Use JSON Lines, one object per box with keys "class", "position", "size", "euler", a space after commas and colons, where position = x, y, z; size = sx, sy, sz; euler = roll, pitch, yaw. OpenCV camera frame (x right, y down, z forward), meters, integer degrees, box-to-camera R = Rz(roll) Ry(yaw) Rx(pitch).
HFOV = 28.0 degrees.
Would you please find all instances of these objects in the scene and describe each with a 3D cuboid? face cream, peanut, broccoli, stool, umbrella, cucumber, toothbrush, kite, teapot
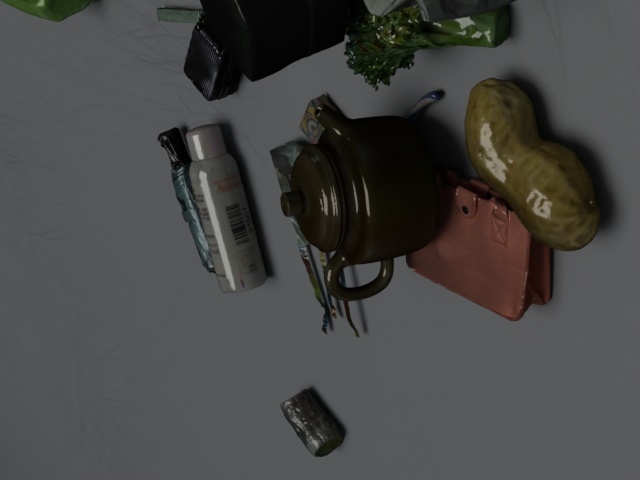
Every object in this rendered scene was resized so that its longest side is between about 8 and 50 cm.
{"class": "face cream", "position": [-0.154, -0.052, 2.039], "size": [0.082, 0.082, 0.269], "euler": [5, 113, 51]}
{"class": "peanut", "position": [0.241, -0.087, 1.494], "size": [0.103, 0.098, 0.229], "euler": [-41, 73, 10]}
{"class": "broccoli", "position": [0.130, -0.274, 1.517], "size": [0.194, 0.194, 0.220], "euler": [21, 102, 45]}
{"class": "stool", "position": [-0.066, -0.308, 1.439], "size": [0.232, 0.141, 0.232], "euler": [62, 171, 18]}
{"class": "umbrella", "position": [-0.205, -0.066, 2.124], "size": [0.052, 0.053, 0.250], "euler": [-13, 97, 47]}
{"class": "cucumber", "position": [-0.016, 0.293, 2.080], "size": [0.112, 0.064, 0.064], "euler": [53, 143, 22]}
{"class": "toothbrush", "position": [0.093, -0.126, 1.726], "size": [0.027, 0.021, 0.269], "euler": [53, 143, 9]}
{"class": "kite", "position": [-0.002, 0.001, 1.907], "size": [0.169, 0.015, 0.310], "euler": [2, 111, 62]}
{"class": "teapot", "position": [0.035, -0.047, 1.639], "size": [0.185, 0.175, 0.268], "euler": [-142, 45, -64]}

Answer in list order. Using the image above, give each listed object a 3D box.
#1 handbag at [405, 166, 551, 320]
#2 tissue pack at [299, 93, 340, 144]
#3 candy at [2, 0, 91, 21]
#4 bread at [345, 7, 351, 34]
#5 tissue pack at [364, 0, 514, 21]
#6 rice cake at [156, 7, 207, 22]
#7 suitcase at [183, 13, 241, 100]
{"class": "handbag", "position": [0.196, -0.003, 1.631], "size": [0.212, 0.059, 0.157], "euler": [26, 129, 43]}
{"class": "tissue pack", "position": [0.010, -0.154, 1.805], "size": [0.083, 0.035, 0.063], "euler": [52, 145, 21]}
{"class": "candy", "position": [-0.525, -0.484, 2.225], "size": [0.343, 0.142, 0.132], "euler": [32, 119, 38]}
{"class": "bread", "position": [-0.065, -0.397, 1.638], "size": [0.196, 0.238, 0.252], "euler": [-96, 11, -57]}
{"class": "tissue pack", "position": [0.163, -0.314, 1.347], "size": [0.145, 0.229, 0.159], "euler": [60, 144, 7]}
{"class": "rice cake", "position": [-0.216, -0.351, 1.999], "size": [0.121, 0.021, 0.022], "euler": [13, 114, 47]}
{"class": "suitcase", "position": [-0.156, -0.276, 1.934], "size": [0.086, 0.059, 0.126], "euler": [51, 144, 22]}
